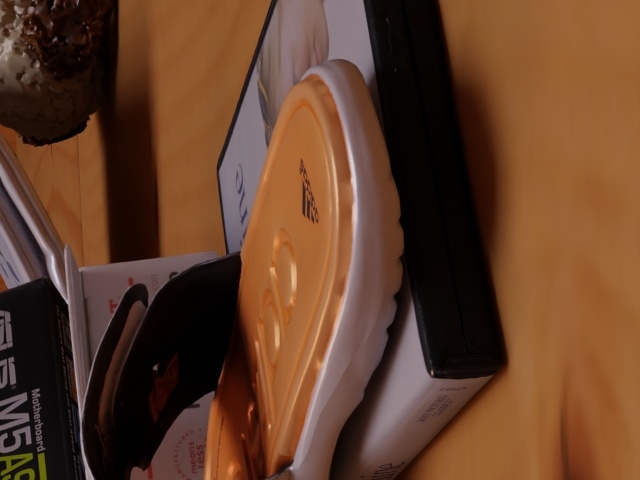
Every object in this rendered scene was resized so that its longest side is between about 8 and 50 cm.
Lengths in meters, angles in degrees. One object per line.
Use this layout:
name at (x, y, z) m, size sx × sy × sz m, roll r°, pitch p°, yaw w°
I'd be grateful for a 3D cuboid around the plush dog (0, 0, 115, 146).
plush dog at (-0.248, -0.183, 1.239) m, size 0.225 × 0.210 × 0.262 m, roll 56°, pitch 161°, yaw 10°

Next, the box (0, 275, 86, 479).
box at (-0.107, 0.185, 0.781) m, size 0.216 × 0.060 × 0.270 m, roll 65°, pitch -171°, yaw -50°

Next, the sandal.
sandal at (-0.037, 0.044, 0.500) m, size 0.265 × 0.076 × 0.102 m, roll 103°, pitch 159°, yaw -49°

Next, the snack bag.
snack bag at (-0.199, 0.036, 1.138) m, size 0.342 × 0.037 × 0.323 m, roll 65°, pitch 167°, yaw -7°

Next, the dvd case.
dvd case at (0.000, 0.000, 0.549) m, size 0.253 × 0.022 × 0.180 m, roll 117°, pitch 147°, yaw -64°

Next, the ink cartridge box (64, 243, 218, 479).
ink cartridge box at (-0.065, 0.073, 0.684) m, size 0.181 × 0.061 × 0.104 m, roll 92°, pitch 170°, yaw -70°
